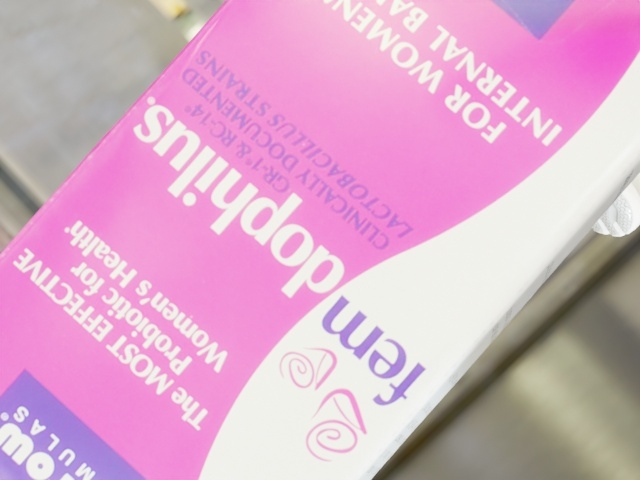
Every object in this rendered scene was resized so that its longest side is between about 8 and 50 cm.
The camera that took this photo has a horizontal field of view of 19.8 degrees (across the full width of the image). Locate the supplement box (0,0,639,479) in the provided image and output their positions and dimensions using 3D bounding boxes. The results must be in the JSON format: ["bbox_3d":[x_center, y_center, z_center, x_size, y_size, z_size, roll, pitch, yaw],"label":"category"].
[{"bbox_3d":[0.000,0.000,0.518,0.220,0.111,0.114,-49,-7,-2],"label":"supplement box"}]

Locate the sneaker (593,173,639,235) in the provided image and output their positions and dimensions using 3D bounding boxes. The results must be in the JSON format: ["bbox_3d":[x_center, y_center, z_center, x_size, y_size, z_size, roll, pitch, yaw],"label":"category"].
[{"bbox_3d":[0.172,-0.093,1.358,0.115,0.281,0.105,-38,-49,-15],"label":"sneaker"}]
